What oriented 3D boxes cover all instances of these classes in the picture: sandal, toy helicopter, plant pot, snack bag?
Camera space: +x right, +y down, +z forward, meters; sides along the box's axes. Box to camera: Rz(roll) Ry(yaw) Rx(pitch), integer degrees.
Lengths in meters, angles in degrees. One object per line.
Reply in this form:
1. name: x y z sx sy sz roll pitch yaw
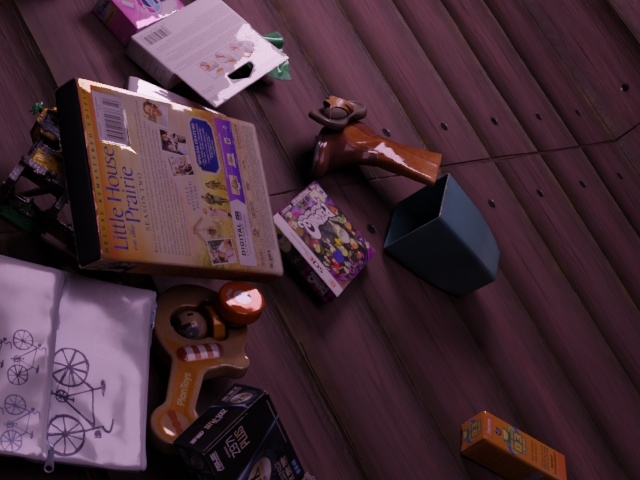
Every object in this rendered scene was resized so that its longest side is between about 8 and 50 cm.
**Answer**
1. sandal: 0.046 -0.300 2.259 0.090 0.060 0.219 26 28 24
2. toy helicopter: -0.235 0.199 1.644 0.235 0.140 0.355 17 39 -10
3. plant pot: 0.297 0.005 2.274 0.234 0.166 0.165 43 39 -20
4. snack bag: -0.399 0.179 1.465 0.343 0.037 0.323 17 53 -29

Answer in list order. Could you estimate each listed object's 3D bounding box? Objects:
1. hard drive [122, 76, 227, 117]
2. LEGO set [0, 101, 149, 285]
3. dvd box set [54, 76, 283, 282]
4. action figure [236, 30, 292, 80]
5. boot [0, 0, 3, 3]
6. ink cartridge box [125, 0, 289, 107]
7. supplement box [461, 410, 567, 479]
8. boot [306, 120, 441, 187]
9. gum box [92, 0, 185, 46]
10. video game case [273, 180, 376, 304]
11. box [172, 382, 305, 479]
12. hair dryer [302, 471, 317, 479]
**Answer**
1. hard drive: -0.290 -0.147 1.954 0.233 0.047 0.353 21 46 -29
2. LEGO set: -0.381 -0.093 1.668 0.331 0.192 0.255 42 59 -11
3. dvd box set: -0.244 -0.087 1.679 0.420 0.062 0.307 7 66 -51
4. action figure: -0.185 -0.423 2.262 0.232 0.063 0.137 -1 61 -35
5. boot: -0.670 -0.493 1.898 0.087 0.042 0.118 37 12 15
6. ink cartridge box: -0.239 -0.398 2.136 0.239 0.060 0.275 42 48 6
7. supplement box: 0.404 0.448 2.071 0.233 0.080 0.078 29 41 -19
8. boot: 0.125 -0.171 2.250 0.281 0.096 0.264 24 27 6
9. gum box: -0.386 -0.501 2.143 0.107 0.062 0.188 48 39 0
10. video game case: 0.000 0.000 2.076 0.210 0.042 0.232 50 33 -3
11. box: -0.123 0.339 1.540 0.147 0.078 0.180 -40 121 -35
12. hair dryer: -0.136 0.387 1.630 0.293 0.080 0.223 41 40 -8
